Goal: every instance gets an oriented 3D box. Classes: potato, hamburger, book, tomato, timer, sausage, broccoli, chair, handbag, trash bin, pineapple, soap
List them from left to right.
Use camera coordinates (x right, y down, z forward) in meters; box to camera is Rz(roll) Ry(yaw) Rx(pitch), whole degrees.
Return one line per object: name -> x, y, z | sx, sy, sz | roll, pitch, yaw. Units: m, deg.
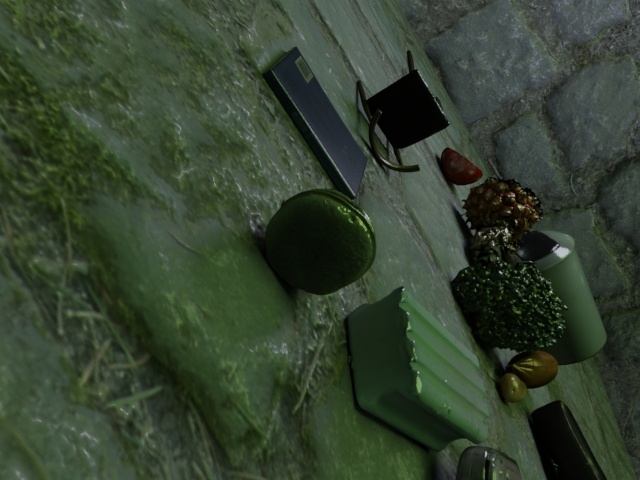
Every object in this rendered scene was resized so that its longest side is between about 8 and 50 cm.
hamburger -> 0.000, 0.000, 0.714 | 0.133, 0.140, 0.062 | 48, 27, -6
book -> 0.000, -0.220, 1.083 | 0.269, 0.025, 0.191 | 55, 26, -19
chair -> 0.201, -0.307, 1.409 | 0.188, 0.166, 0.272 | 49, 27, -30
soap -> 0.157, 0.206, 0.878 | 0.289, 0.095, 0.173 | 41, 33, -42
tomato -> 0.469, -0.243, 2.008 | 0.159, 0.091, 0.139 | 43, 5, 22
pineapple -> 0.534, -0.013, 1.804 | 0.262, 0.262, 0.272 | 50, 50, -29
timer -> 0.252, 0.412, 0.847 | 0.190, 0.069, 0.209 | 38, 49, -49
broccoli -> 0.465, 0.171, 1.493 | 0.288, 0.247, 0.245 | 55, -14, 5
potato -> 0.466, 0.356, 1.411 | 0.083, 0.062, 0.068 | 11, 81, -27
sausage -> 0.556, 0.342, 1.551 | 0.328, 0.112, 0.112 | 17, 50, -58
trash bin -> 0.768, 0.175, 1.972 | 0.432, 0.280, 0.280 | 61, 23, -14
handbag -> 0.666, 0.588, 1.528 | 0.257, 0.113, 0.285 | 45, 22, -48
